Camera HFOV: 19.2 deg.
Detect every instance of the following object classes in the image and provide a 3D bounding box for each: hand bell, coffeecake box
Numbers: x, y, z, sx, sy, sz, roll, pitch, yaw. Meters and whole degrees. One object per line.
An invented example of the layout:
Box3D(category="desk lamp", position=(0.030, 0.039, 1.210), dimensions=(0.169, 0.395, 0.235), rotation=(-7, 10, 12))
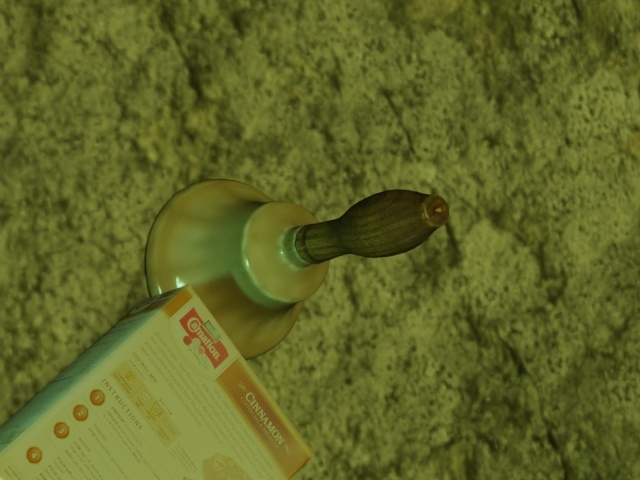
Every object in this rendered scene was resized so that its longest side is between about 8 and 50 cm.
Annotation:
Box3D(category="hand bell", position=(0.000, 0.000, 1.188), dimensions=(0.126, 0.242, 0.126), rotation=(7, 77, -31))
Box3D(category="coffeecake box", position=(-0.116, 0.141, 1.187), dimensions=(0.185, 0.068, 0.142), rotation=(-43, 104, -32))
